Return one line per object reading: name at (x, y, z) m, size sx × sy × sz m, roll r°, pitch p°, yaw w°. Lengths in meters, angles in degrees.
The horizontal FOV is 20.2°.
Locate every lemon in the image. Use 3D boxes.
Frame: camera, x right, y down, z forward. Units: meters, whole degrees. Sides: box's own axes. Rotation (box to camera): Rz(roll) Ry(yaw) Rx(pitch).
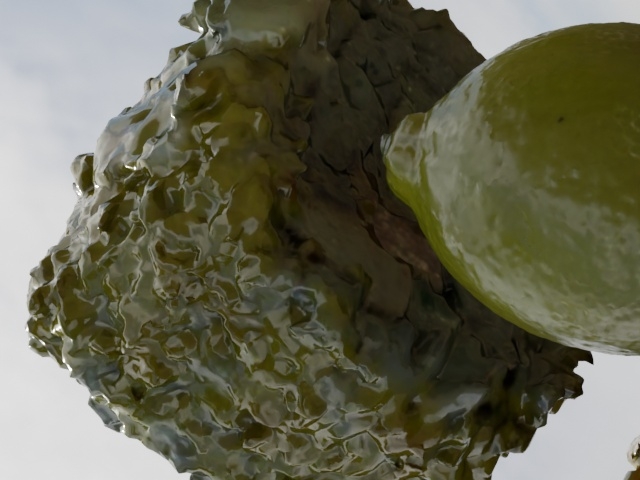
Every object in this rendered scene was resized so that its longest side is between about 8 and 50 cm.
lemon at (0.155, -0.029, 0.986) m, size 0.248 × 0.184 × 0.184 m, roll 6°, pitch -158°, yaw 2°

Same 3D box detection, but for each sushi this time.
sushi at (0.000, 0.000, 1.213) m, size 0.351 × 0.240 × 0.396 m, roll 46°, pitch -145°, yaw -15°

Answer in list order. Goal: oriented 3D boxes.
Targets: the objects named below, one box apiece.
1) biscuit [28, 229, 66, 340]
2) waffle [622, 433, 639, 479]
biscuit at (-0.212, 0.007, 1.785) m, size 0.047 × 0.164 × 0.208 m, roll 34°, pitch -145°, yaw 7°
waffle at (0.294, 0.181, 1.130) m, size 0.095 × 0.380 × 0.382 m, roll 14°, pitch -162°, yaw -19°
